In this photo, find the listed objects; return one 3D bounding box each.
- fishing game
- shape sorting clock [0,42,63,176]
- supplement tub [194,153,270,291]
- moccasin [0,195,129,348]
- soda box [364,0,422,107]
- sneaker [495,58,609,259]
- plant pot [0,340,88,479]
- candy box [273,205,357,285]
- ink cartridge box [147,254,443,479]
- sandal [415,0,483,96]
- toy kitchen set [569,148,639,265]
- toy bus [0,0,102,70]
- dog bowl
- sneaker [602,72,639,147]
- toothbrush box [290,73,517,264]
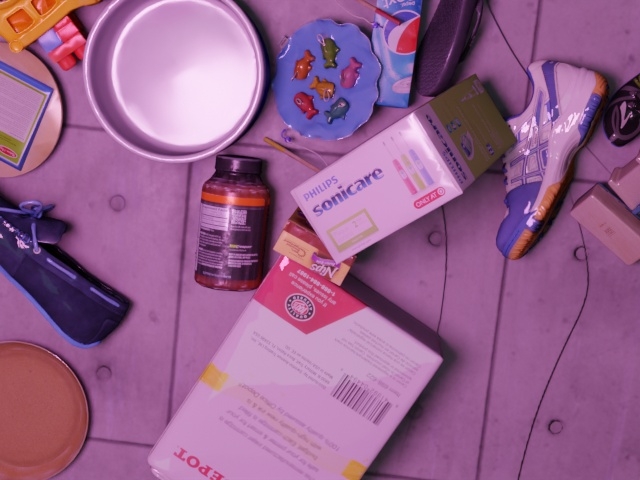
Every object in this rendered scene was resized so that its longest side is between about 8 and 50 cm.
[{"bbox_3d":[0.001,-0.237,1.444,0.189,0.041,0.264,37,111,25],"label":"fishing game"},{"bbox_3d":[-0.490,-0.200,1.517,0.206,0.040,0.206,1,95,10],"label":"shape sorting clock"},{"bbox_3d":[-0.130,-0.028,1.484,0.106,0.106,0.198,7,98,3],"label":"supplement tub"},{"bbox_3d":[-0.429,0.008,1.513,0.117,0.138,0.342,-39,108,4],"label":"moccasin"},{"bbox_3d":[0.109,-0.301,1.447,0.067,0.071,0.210,7,98,3],"label":"soda box"},{"bbox_3d":[0.310,-0.121,1.455,0.131,0.112,0.296,25,98,18],"label":"sneaker"},{"bbox_3d":[-0.485,0.273,1.587,0.236,0.032,0.236,0,98,3],"label":"plant pot"},{"bbox_3d":[0.000,0.000,1.437,0.109,0.186,0.053,29,101,-1],"label":"candy box"},{"bbox_3d":[-0.038,0.236,1.485,0.279,0.160,0.384,34,99,-1],"label":"ink cartridge box"},{"bbox_3d":[0.206,-0.326,1.431,0.054,0.097,0.254,15,100,-25],"label":"sandal"},{"bbox_3d":[0.500,-0.097,1.454,0.122,0.166,0.207,42,135,-2],"label":"toy kitchen set"},{"bbox_3d":[-0.392,-0.368,1.446,0.220,0.149,0.211,-37,107,5],"label":"toy bus"},{"bbox_3d":[-0.208,-0.249,1.460,0.265,0.104,0.265,0,98,3],"label":"dog bowl"},{"bbox_3d":[0.480,-0.217,1.429,0.067,0.078,0.188,42,99,-1],"label":"sneaker"},{"bbox_3d":[0.121,-0.103,1.339,0.206,0.283,0.122,-31,92,30],"label":"toothbrush box"}]
